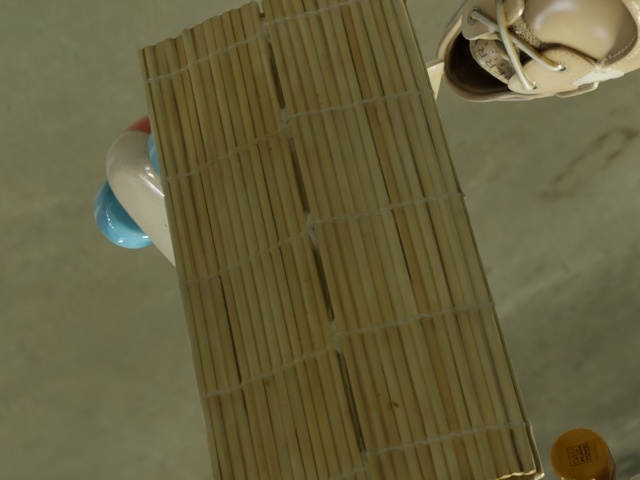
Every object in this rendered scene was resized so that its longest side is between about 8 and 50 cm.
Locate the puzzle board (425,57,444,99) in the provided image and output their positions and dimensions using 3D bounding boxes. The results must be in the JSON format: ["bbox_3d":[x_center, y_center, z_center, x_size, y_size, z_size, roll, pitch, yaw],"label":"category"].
[{"bbox_3d":[0.022,-0.062,0.977,0.096,0.011,0.128,-22,161,-11],"label":"puzzle board"}]

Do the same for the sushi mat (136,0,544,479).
[{"bbox_3d":[0.000,0.000,0.824,0.151,0.317,0.019,-18,147,8],"label":"sushi mat"}]

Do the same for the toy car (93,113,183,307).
[{"bbox_3d":[-0.046,-0.071,1.441,0.238,0.210,0.219,-48,-175,-26],"label":"toy car"}]

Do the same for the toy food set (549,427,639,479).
[{"bbox_3d":[0.189,0.246,1.055,0.111,0.232,0.104,-4,150,19],"label":"toy food set"}]

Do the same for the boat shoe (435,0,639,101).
[{"bbox_3d":[0.164,-0.149,1.168,0.110,0.122,0.341,-37,-178,-7],"label":"boat shoe"}]
